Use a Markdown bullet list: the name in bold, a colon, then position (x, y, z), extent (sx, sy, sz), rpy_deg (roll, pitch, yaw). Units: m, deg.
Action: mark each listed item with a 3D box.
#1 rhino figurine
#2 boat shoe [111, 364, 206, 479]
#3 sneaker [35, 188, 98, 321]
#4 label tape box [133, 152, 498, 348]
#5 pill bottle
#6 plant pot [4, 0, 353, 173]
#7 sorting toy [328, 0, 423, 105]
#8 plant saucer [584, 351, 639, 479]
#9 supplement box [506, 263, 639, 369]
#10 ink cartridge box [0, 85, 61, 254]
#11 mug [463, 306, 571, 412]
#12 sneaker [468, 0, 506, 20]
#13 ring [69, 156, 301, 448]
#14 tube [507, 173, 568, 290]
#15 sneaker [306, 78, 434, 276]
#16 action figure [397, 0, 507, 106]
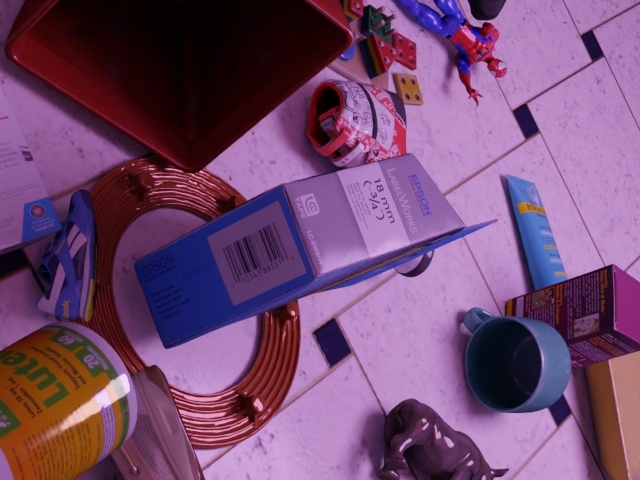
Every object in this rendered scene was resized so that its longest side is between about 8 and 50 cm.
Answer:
- **rhino figurine**: position (0.163, 0.286, 1.639), extent (0.243, 0.073, 0.106), rpy_deg (38, 51, -31)
- **boat shoe**: position (-0.150, 0.280, 1.293), extent (0.098, 0.109, 0.302), rpy_deg (-21, 89, -10)
- **sneaker**: position (-0.255, 0.012, 1.314), extent (0.059, 0.053, 0.144), rpy_deg (0, 62, -3)
- **label tape box**: position (0.000, 0.000, 1.418), extent (0.333, 0.240, 0.106), rpy_deg (-17, 84, -50)
- **pill bottle**: position (-0.289, 0.180, 1.145), extent (0.245, 0.136, 0.136), rpy_deg (-33, 98, -49)
- **plant pot**: position (-0.154, -0.284, 1.432), extent (0.267, 0.267, 0.236), rpy_deg (34, 34, -33)
- **sorting toy**: position (0.065, -0.282, 1.814), extent (0.274, 0.046, 0.132), rpy_deg (27, 54, -38)
- **plant saucer**: position (0.517, 0.240, 2.037), extent (0.332, 0.081, 0.333), rpy_deg (13, 63, -43)
- **supplement box**: position (0.360, 0.118, 1.839), extent (0.080, 0.188, 0.104), rpy_deg (30, 52, -36)
- **ink cartridge box**: position (-0.340, -0.073, 1.266), extent (0.104, 0.060, 0.180), rpy_deg (-23, 90, -49)
- **mug**: position (0.274, 0.157, 1.772), extent (0.097, 0.129, 0.158), rpy_deg (9, 67, -46)
- **sneaker**: position (0.219, -0.458, 2.026), extent (0.109, 0.130, 0.286), rpy_deg (-6, 52, -13)
- **ring**: position (-0.138, 0.063, 1.446), extent (0.336, 0.032, 0.337), rpy_deg (22, 57, -39)
- **tube**: position (0.331, -0.001, 1.978), extent (0.080, 0.052, 0.207), rpy_deg (17, 54, -53)
- **sneaker**: position (0.057, -0.084, 1.683), extent (0.145, 0.090, 0.270), rpy_deg (11, 62, -43)
- **action figure**: position (0.192, -0.311, 1.913), extent (0.280, 0.091, 0.139), rpy_deg (36, 23, -32)
